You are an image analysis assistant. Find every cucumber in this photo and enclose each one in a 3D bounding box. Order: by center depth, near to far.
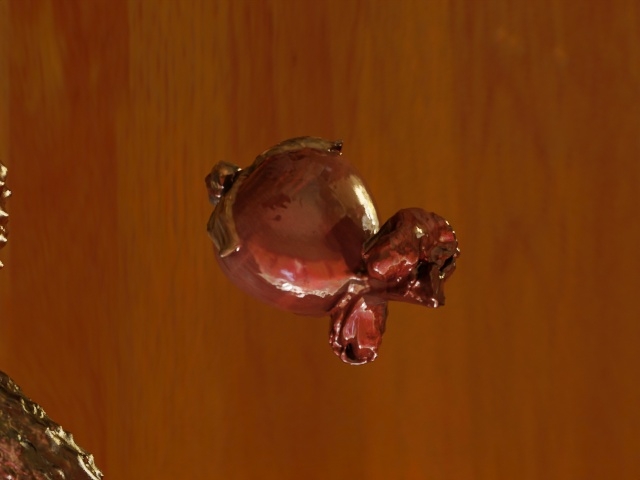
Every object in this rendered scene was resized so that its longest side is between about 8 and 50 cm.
[{"bbox_3d":[-0.303,0.131,1.508,0.359,0.096,0.096,44,80,-15],"label":"cucumber"}]

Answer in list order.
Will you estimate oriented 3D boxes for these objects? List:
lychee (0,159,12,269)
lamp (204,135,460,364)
[{"bbox_3d":[-0.222,-0.008,0.776,0.194,0.194,0.195,1,82,-6],"label":"lychee"},{"bbox_3d":[0.002,-0.010,1.630,0.223,0.215,0.151,27,58,-7],"label":"lamp"}]
